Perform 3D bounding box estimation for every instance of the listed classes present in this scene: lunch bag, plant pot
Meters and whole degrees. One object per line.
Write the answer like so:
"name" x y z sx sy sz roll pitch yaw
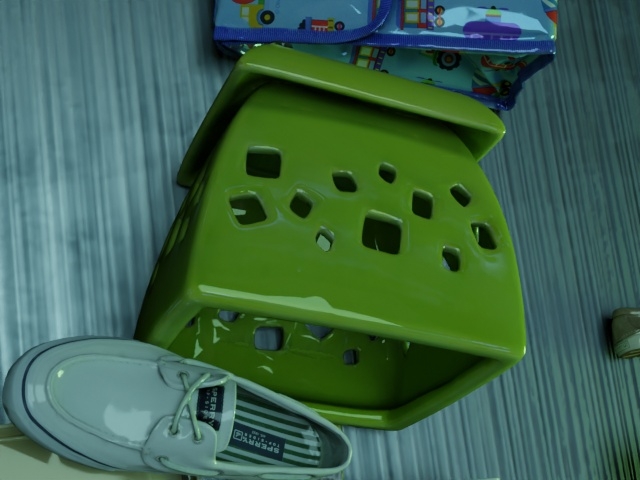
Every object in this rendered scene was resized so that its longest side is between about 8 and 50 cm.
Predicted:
"lunch bag" 0.039 -0.246 0.936 0.293 0.138 0.220 5 76 -6
"plant pot" 0.000 0.000 0.797 0.227 0.228 0.207 12 66 -15

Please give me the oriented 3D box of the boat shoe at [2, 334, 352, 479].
"boat shoe" -0.078 0.105 0.696 0.226 0.076 0.083 18 65 -35

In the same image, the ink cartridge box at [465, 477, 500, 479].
"ink cartridge box" 0.062 0.290 0.816 0.160 0.092 0.219 1 77 -20

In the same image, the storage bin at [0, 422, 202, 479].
"storage bin" -0.204 0.250 0.717 0.261 0.123 0.262 -4 78 -21

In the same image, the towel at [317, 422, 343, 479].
"towel" -0.021 0.163 0.862 0.083 0.009 0.060 8 75 -18

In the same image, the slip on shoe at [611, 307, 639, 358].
"slip on shoe" 0.317 0.075 0.986 0.135 0.051 0.041 -6 67 -15
